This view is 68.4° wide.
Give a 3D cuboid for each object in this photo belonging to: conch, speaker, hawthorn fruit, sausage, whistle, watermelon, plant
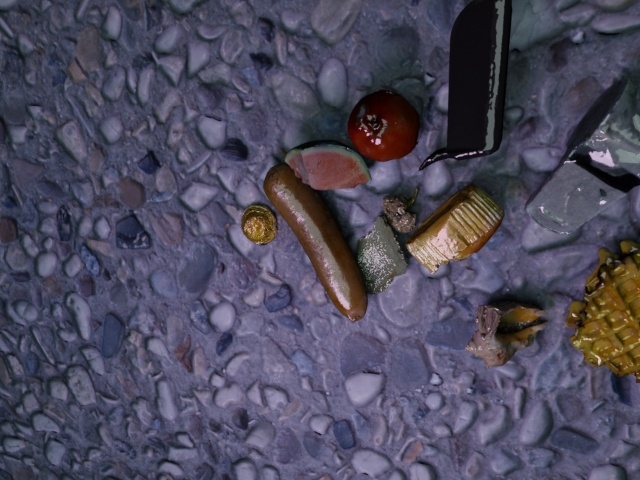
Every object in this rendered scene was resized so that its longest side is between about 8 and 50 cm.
[{"bbox_3d":[0.499,0.237,1.261,0.245,0.178,0.163,-14,59,-6],"label":"conch"},{"bbox_3d":[0.344,-0.362,1.119,0.184,0.180,0.388,6,108,21],"label":"speaker"},{"bbox_3d":[0.156,-0.288,1.182,0.185,0.202,0.185,3,99,20],"label":"hawthorn fruit"},{"bbox_3d":[0.002,-0.001,1.349,0.123,0.136,0.501,-28,93,41],"label":"sausage"},{"bbox_3d":[0.646,-0.176,1.071,0.168,0.188,0.405,32,113,5],"label":"whistle"},{"bbox_3d":[0.025,-0.226,1.247,0.231,0.146,0.128,-4,65,-8],"label":"watermelon"},{"bbox_3d":[0.231,-0.089,1.299,0.122,0.104,0.116,-41,129,-3],"label":"plant"}]

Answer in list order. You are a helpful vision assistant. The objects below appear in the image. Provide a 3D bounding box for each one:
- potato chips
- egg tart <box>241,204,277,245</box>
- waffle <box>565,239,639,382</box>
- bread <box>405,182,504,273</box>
[{"bbox_3d":[0.169,0.051,1.354,0.167,0.059,0.228,41,128,11],"label":"potato chips"},{"bbox_3d":[-0.191,-0.046,1.442,0.130,0.052,0.130,5,105,18],"label":"egg tart"},{"bbox_3d":[0.833,0.189,1.178,0.382,0.095,0.380,16,111,9],"label":"waffle"},{"bbox_3d":[0.346,-0.027,1.215,0.133,0.179,0.250,44,113,-4],"label":"bread"}]
